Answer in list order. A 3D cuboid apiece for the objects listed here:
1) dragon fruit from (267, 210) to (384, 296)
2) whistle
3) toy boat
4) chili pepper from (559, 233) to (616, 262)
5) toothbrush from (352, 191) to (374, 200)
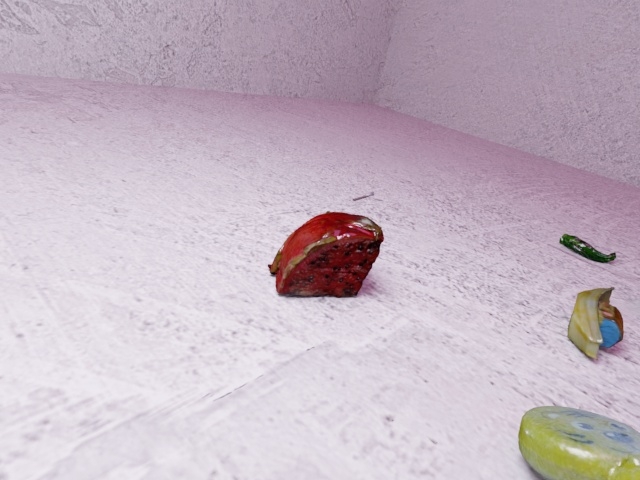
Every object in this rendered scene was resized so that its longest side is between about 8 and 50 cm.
[{"bbox_3d":[-0.002,0.000,0.575,0.120,0.127,0.161,11,25,-23],"label":"dragon fruit"},{"bbox_3d":[0.237,0.187,0.303,0.104,0.057,0.198,4,1,-9],"label":"whistle"},{"bbox_3d":[0.410,0.115,0.594,0.066,0.065,0.172,14,27,33],"label":"toy boat"},{"bbox_3d":[0.613,0.018,0.924,0.118,0.035,0.055,26,45,33],"label":"chili pepper"},{"bbox_3d":[0.105,-0.107,0.968,0.006,0.008,0.097,13,23,34],"label":"toothbrush"}]
